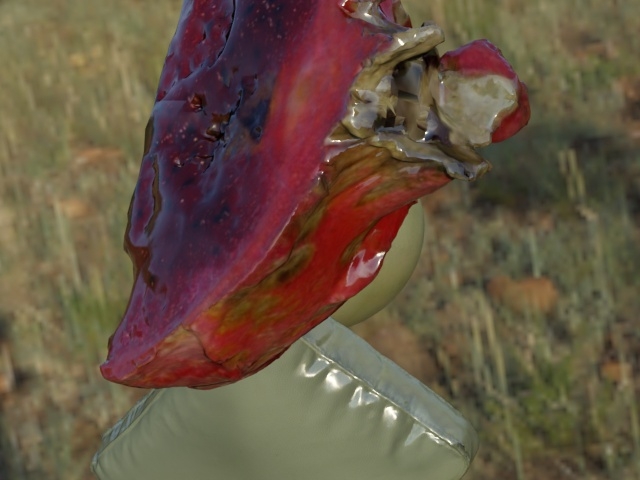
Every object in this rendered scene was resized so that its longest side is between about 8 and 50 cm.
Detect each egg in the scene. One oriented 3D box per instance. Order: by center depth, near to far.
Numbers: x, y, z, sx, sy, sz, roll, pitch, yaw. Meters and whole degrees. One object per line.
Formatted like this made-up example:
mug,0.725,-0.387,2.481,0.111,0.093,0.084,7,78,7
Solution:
egg,0.000,0.000,1.670,0.188,0.188,0.254,-19,-12,-37

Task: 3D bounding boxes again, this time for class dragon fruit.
dragon fruit,0.011,-0.044,0.792,0.134,0.262,0.211,21,-18,-31

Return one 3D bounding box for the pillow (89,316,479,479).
pillow,-0.042,0.187,1.433,0.322,0.255,0.120,-49,8,41
